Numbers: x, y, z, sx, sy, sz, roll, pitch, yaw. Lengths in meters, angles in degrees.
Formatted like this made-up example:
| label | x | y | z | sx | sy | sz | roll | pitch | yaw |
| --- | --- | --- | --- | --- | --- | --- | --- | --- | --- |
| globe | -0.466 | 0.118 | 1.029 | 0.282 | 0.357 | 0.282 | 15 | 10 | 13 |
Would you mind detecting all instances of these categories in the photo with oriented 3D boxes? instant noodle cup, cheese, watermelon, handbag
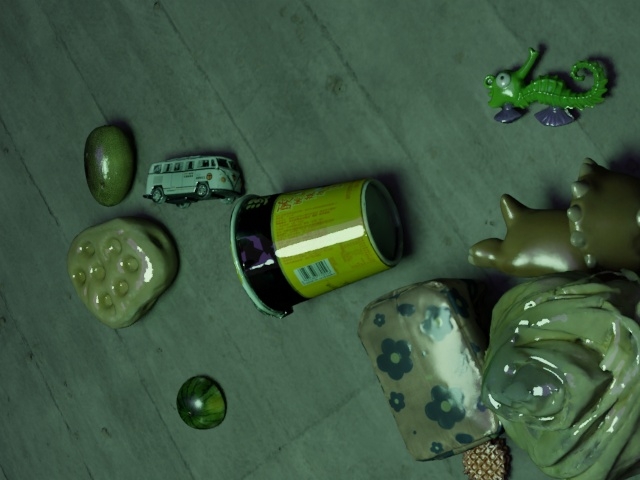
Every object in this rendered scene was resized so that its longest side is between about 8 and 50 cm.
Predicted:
| label | x | y | z | sx | sy | sz | roll | pitch | yaw |
| --- | --- | --- | --- | --- | --- | --- | --- | --- | --- |
| instant noodle cup | 0.000 | 0.000 | 1.564 | 0.236 | 0.215 | 0.215 | -15 | 85 | 26 |
| cheese | -0.384 | 0.059 | 1.862 | 0.235 | 0.117 | 0.218 | 11 | 100 | 32 |
| watermelon | -0.234 | 0.312 | 1.808 | 0.105 | 0.062 | 0.105 | 9 | 107 | 32 |
| handbag | 0.199 | 0.181 | 1.437 | 0.190 | 0.193 | 0.251 | -29 | 78 | 29 |

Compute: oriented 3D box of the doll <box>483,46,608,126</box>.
| label | x | y | z | sx | sy | sz | roll | pitch | yaw |
| --- | --- | --- | --- | --- | --- | --- | --- | --- | --- |
| doll | 0.329 | -0.225 | 1.412 | 0.190 | 0.050 | 0.115 | 10 | 105 | 31 |

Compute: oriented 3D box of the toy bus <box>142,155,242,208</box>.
| label | x | y | z | sx | sy | sz | roll | pitch | yaw |
| --- | --- | --- | --- | --- | --- | --- | --- | --- | --- |
| toy bus | -0.233 | -0.110 | 1.772 | 0.194 | 0.087 | 0.089 | -3 | 81 | 35 |

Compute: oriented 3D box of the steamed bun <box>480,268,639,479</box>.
| label | x | y | z | sx | sy | sz | roll | pitch | yaw |
| --- | --- | --- | --- | --- | --- | --- | --- | --- | --- |
| steamed bun | 0.308 | 0.182 | 1.200 | 0.268 | 0.207 | 0.280 | -2 | 97 | 59 |

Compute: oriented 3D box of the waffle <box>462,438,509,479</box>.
| label | x | y | z | sx | sy | sz | roll | pitch | yaw |
| --- | --- | --- | --- | --- | --- | --- | --- | --- | --- |
| waffle | 0.259 | 0.345 | 1.502 | 0.075 | 0.029 | 0.083 | -2 | 89 | 31 |

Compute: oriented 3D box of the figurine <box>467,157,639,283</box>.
| label | x | y | z | sx | sy | sz | roll | pitch | yaw |
| --- | --- | --- | --- | --- | --- | --- | --- | --- | --- |
| figurine | 0.357 | -0.029 | 1.328 | 0.247 | 0.177 | 0.173 | 21 | 123 | 38 |

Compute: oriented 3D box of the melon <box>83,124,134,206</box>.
| label | x | y | z | sx | sy | sz | roll | pitch | yaw |
| --- | --- | --- | --- | --- | --- | --- | --- | --- | --- |
| melon | -0.415 | -0.146 | 1.882 | 0.099 | 0.099 | 0.162 | 5 | 101 | 33 |
